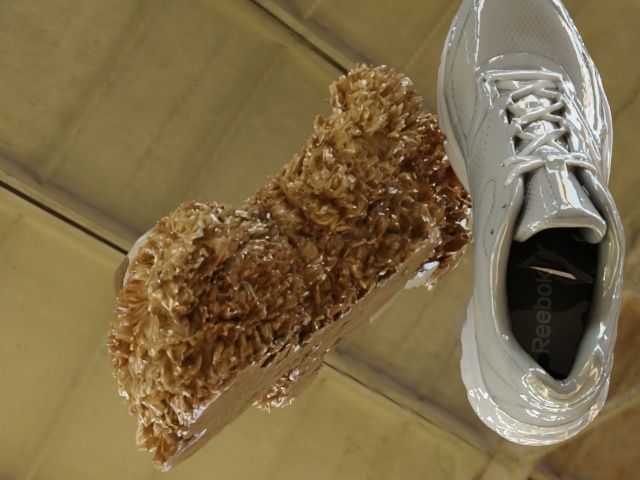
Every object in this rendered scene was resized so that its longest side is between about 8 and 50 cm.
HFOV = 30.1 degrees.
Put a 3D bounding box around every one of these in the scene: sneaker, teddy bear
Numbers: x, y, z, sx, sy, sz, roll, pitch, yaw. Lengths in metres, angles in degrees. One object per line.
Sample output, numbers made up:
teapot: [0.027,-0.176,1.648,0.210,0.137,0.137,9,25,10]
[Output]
sneaker: [0.118,-0.031,0.616,0.099,0.121,0.262,-4,-104,-1]
teddy bear: [0.000,0.000,0.731,0.338,0.245,0.113,-36,-108,-24]
